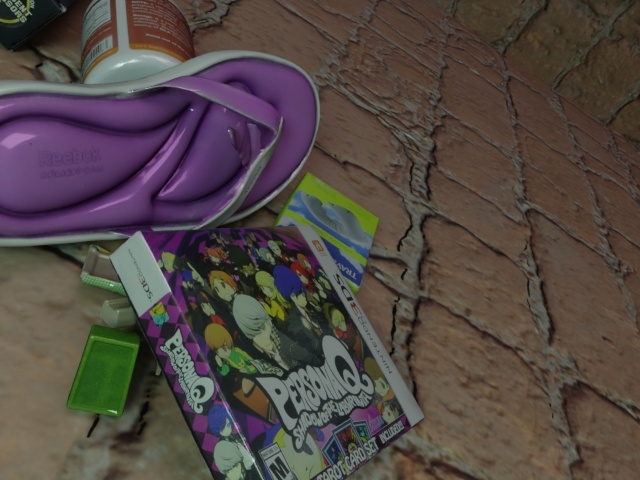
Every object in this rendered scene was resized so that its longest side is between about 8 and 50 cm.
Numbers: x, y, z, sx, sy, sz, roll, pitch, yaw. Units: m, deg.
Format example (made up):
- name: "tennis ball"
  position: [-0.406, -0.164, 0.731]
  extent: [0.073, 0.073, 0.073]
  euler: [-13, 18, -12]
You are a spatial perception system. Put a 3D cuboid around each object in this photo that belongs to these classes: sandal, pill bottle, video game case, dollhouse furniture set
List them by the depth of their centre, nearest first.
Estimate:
- name: "dollhouse furniture set"
  position: [-0.154, 0.064, 0.496]
  extent: [0.076, 0.059, 0.152]
  euler: [15, 18, -19]
- name: "video game case"
  position: [-0.026, 0.085, 0.509]
  extent: [0.232, 0.042, 0.210]
  euler: [-3, 60, -59]
- name: "sandal"
  position: [-0.117, -0.072, 0.570]
  extent: [0.102, 0.169, 0.416]
  euler: [14, 26, 37]
- name: "pill bottle"
  position: [-0.197, -0.200, 0.704]
  extent: [0.121, 0.121, 0.216]
  euler: [15, 38, -31]

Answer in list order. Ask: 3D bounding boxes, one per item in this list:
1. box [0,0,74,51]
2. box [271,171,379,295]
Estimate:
- name: "box"
  position: [-0.382, -0.439, 0.746]
  extent: [0.318, 0.097, 0.395]
  euler: [51, 23, -31]
- name: "box"
  position: [0.000, 0.000, 0.711]
  extent: [0.109, 0.042, 0.178]
  euler: [33, 31, -6]
